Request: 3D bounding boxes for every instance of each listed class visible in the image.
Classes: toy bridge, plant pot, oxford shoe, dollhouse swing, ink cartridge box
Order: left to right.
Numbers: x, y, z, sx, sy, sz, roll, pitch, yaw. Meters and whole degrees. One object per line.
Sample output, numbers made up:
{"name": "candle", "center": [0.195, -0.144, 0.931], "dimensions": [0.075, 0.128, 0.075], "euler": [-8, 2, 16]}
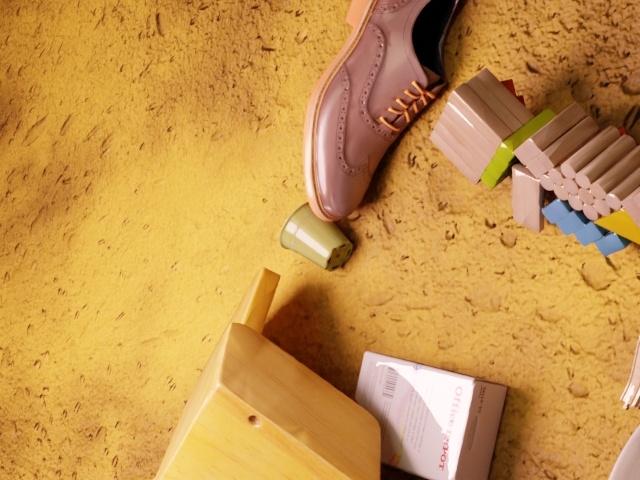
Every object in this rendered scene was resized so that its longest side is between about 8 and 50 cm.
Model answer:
{"name": "dollhouse swing", "center": [-0.061, 0.267, 1.451], "dimensions": [0.315, 0.305, 0.347], "euler": [34, 124, 7]}
{"name": "plant pot", "center": [0.000, 0.000, 1.519], "dimensions": [0.079, 0.083, 0.083], "euler": [40, 106, 30]}
{"name": "oxford shoe", "center": [0.081, -0.193, 1.464], "dimensions": [0.132, 0.130, 0.364], "euler": [18, 92, 37]}
{"name": "ink cartridge box", "center": [0.125, 0.214, 1.336], "dimensions": [0.175, 0.072, 0.127], "euler": [10, 85, 45]}
{"name": "toy bridge", "center": [0.361, 0.094, 1.159], "dimensions": [0.026, 0.063, 0.188], "euler": [32, 100, 43]}

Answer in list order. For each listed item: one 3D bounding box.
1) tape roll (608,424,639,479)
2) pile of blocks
{"name": "tape roll", "center": [0.422, 0.276, 0.906], "dimensions": [0.392, 0.072, 0.392], "euler": [-5, 60, 9]}
{"name": "pile of blocks", "center": [0.294, -0.083, 1.264], "dimensions": [0.112, 0.149, 0.362], "euler": [-37, 52, -25]}
